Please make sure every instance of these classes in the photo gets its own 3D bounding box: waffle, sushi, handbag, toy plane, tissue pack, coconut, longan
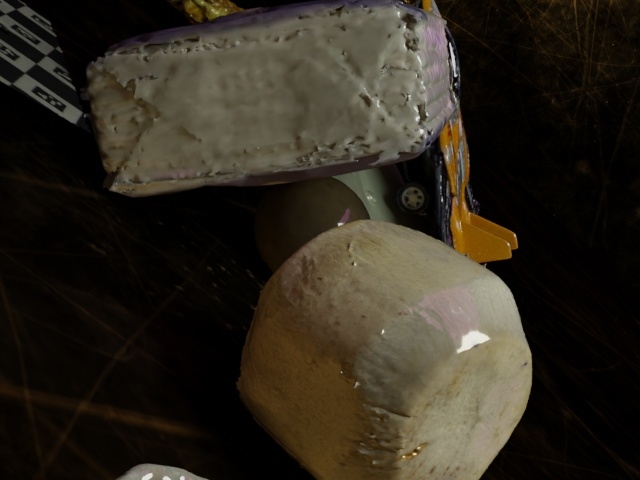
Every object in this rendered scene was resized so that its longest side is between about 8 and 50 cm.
[{"bbox_3d":[-0.144,-0.332,1.425,0.238,0.059,0.243,35,16,-28],"label":"waffle"},{"bbox_3d":[-0.263,-0.151,0.657,0.192,0.043,0.279,32,12,-31],"label":"sushi"},{"bbox_3d":[0.039,-0.068,1.084,0.241,0.109,0.315,26,26,-48],"label":"handbag"},{"bbox_3d":[0.125,-0.117,1.081,0.204,0.103,0.316,-32,106,-67],"label":"toy plane"},{"bbox_3d":[-0.016,-0.123,0.818,0.344,0.242,0.125,-44,125,-75],"label":"tissue pack"},{"bbox_3d":[0.030,0.071,0.584,0.161,0.161,0.162,27,2,-44],"label":"coconut"},{"bbox_3d":[0.000,0.000,0.809,0.119,0.106,0.106,47,12,-24],"label":"longan"}]

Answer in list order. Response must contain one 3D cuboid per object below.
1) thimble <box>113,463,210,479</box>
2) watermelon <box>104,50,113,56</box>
[{"bbox_3d":[-0.055,0.140,0.303,0.102,0.090,0.115,35,18,-14],"label":"thimble"},{"bbox_3d":[-0.140,-0.164,1.003,0.094,0.081,0.180,68,22,-1],"label":"watermelon"}]
